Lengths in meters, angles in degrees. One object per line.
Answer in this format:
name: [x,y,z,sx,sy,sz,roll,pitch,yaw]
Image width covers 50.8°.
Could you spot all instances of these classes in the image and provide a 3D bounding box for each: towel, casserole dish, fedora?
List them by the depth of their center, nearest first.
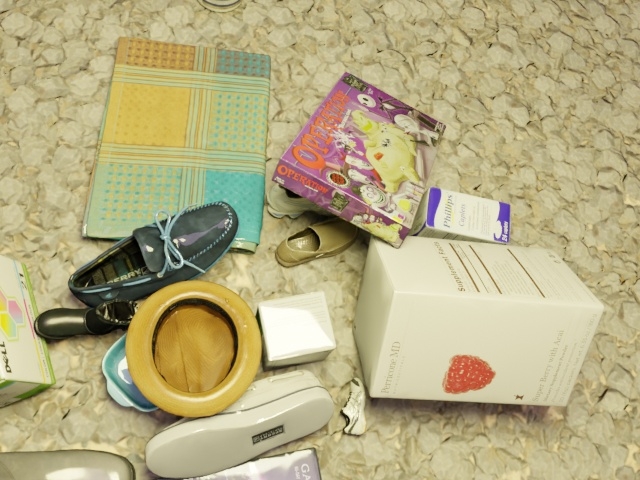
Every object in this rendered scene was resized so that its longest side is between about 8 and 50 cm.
fedora: [-0.174,0.153,0.928,0.194,0.079,0.194,5,60,-9]
casserole dish: [-0.225,0.163,0.977,0.114,0.037,0.188,43,67,7]
towel: [-0.221,-0.160,1.101,0.271,0.040,0.370,6,67,-9]

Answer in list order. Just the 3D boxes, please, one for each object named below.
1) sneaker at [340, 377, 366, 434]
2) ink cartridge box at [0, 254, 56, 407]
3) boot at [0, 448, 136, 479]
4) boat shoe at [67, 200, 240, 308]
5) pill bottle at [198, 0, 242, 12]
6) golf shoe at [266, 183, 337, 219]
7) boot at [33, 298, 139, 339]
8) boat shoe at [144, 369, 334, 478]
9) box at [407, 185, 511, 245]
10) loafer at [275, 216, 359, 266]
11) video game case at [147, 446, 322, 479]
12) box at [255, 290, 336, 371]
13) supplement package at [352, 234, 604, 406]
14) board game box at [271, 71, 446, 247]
sneaker: [0.047,0.246,1.003,0.037,0.032,0.083,2,69,-11]
ink cartridge box: [-0.450,0.102,0.828,0.097,0.255,0.189,-22,74,0]
boot: [-0.398,0.299,0.785,0.338,0.223,0.118,-2,69,-10]
boat shoe: [-0.233,0.026,0.955,0.258,0.089,0.109,-35,67,0]
pill bottle: [-0.170,-0.483,1.159,0.094,0.169,0.094,4,69,-10]
golf shoe: [0.002,-0.080,1.089,0.176,0.086,0.069,-12,71,-17]
boot: [-0.316,0.107,0.924,0.121,0.099,0.045,7,70,-41]
boat shoe: [-0.116,0.245,0.941,0.267,0.096,0.088,-17,38,-17]
box: [0.216,-0.020,1.087,0.137,0.126,0.072,11,69,-7]
loafer: [0.000,0.000,1.076,0.148,0.050,0.056,-25,76,-19]
video game case: [-0.121,0.406,0.913,0.274,0.026,0.196,-7,71,-15]
box: [-0.040,0.135,0.989,0.102,0.101,0.087,-10,72,-13]
supplement package: [0.212,0.114,0.974,0.292,0.178,0.175,5,26,-9]
board game box: [0.077,-0.144,1.063,0.208,0.056,0.347,25,38,2]
